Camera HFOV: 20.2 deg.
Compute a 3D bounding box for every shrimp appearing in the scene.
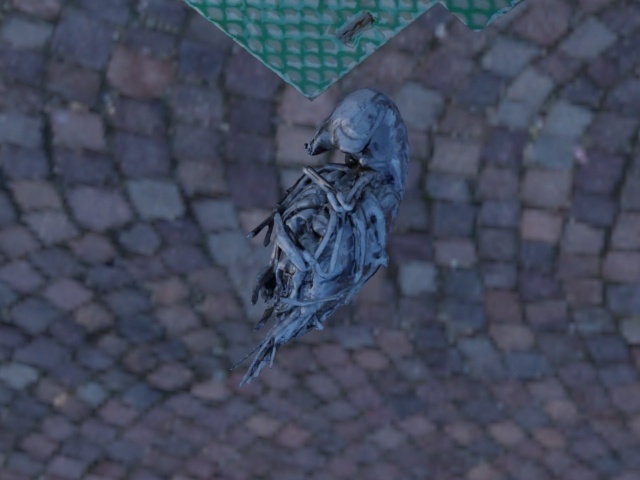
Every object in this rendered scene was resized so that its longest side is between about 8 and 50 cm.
[{"bbox_3d":[0.000,0.000,0.886,0.057,0.165,0.065,5,146,43],"label":"shrimp"}]

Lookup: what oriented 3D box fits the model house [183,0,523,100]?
[{"bbox_3d":[0.028,-0.186,0.673,0.178,0.206,0.271,39,93,-30],"label":"model house"}]
